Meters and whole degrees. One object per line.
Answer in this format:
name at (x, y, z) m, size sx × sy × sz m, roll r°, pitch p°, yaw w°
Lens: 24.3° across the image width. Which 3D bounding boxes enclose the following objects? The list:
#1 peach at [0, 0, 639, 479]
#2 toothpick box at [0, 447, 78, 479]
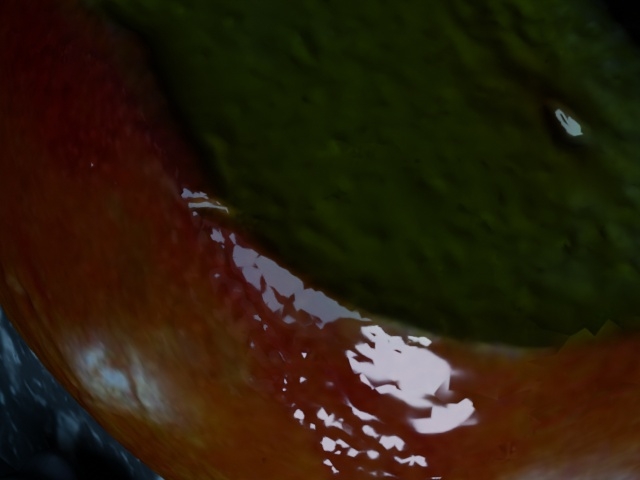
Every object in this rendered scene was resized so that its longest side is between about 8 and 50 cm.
peach at (0.000, 0.000, 0.606) m, size 0.306 × 0.242 × 0.380 m, roll 63°, pitch 158°, yaw -5°
toothpick box at (-0.186, 0.301, 1.088) m, size 0.316 × 0.229 × 0.229 m, roll 43°, pitch 137°, yaw 16°
